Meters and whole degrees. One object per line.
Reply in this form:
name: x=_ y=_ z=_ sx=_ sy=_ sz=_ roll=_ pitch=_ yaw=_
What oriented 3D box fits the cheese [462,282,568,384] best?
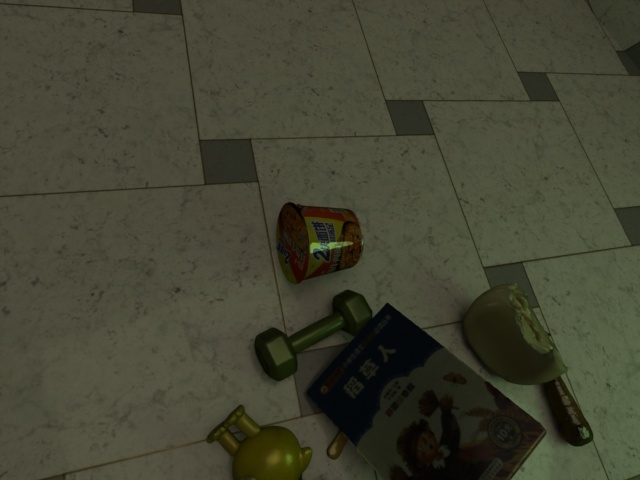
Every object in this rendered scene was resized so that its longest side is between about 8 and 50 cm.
cheese: x=0.514 y=0.252 z=1.120 sx=0.127 sy=0.233 sz=0.265 roll=-25 pitch=78 yaw=-35

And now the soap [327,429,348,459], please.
soap: x=0.047 y=0.476 z=1.004 sx=0.034 sy=0.012 sz=0.089 roll=38 pitch=62 yaw=3

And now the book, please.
book: x=0.206 y=0.371 z=0.924 sx=0.300 sy=0.039 sz=0.428 roll=-47 pitch=55 yaw=-8

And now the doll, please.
doll: x=-0.082 y=0.511 z=0.898 sx=0.199 sy=0.145 sz=0.363 roll=-43 pitch=93 yaw=13

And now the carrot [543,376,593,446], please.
carrot: x=0.659 y=0.414 z=1.181 sx=0.078 sy=0.078 sz=0.297 roll=-6 pitch=63 yaw=-18

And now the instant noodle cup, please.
instant noodle cup: x=0.000 y=0.000 z=1.102 sx=0.174 sy=0.213 sz=0.213 roll=-5 pitch=69 yaw=-27

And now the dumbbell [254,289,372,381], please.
dumbbell: x=-0.013 y=0.228 z=1.043 sx=0.302 sy=0.121 sz=0.108 roll=-24 pitch=104 yaw=-25
